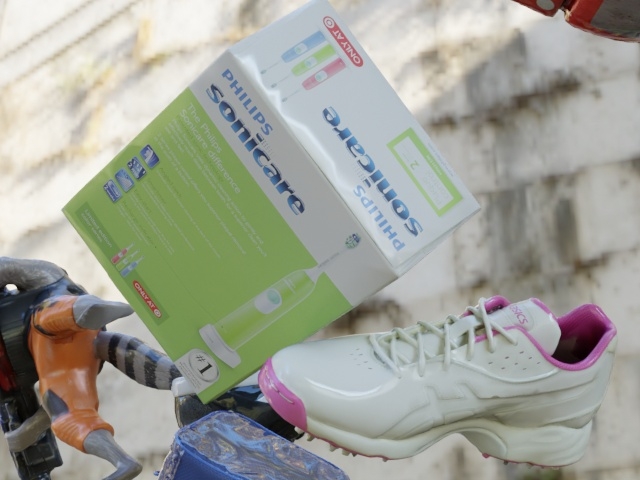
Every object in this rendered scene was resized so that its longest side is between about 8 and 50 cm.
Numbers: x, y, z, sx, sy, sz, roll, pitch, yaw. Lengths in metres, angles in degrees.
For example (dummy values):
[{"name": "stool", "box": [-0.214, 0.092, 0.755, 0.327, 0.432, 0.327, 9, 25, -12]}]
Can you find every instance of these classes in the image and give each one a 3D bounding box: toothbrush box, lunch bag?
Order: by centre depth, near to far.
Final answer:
[{"name": "lunch bag", "box": [-0.042, 0.135, 0.842, 0.098, 0.067, 0.065, 27, -70, 21]}, {"name": "toothbrush box", "box": [-0.047, -0.024, 1.316, 0.206, 0.122, 0.283, 53, -41, 0]}]

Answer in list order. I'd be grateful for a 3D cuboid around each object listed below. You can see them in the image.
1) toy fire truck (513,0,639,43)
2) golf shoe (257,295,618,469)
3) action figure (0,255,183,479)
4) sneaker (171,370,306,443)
[{"name": "toy fire truck", "box": [0.144, -0.127, 0.578, 0.135, 0.192, 0.047, 24, -42, -1]}, {"name": "golf shoe", "box": [0.097, 0.092, 1.276, 0.306, 0.115, 0.140, 6, -58, -33]}, {"name": "action figure", "box": [-0.253, 0.147, 1.725, 0.178, 0.330, 0.341, -22, -65, -19]}, {"name": "sneaker", "box": [-0.025, 0.173, 1.524, 0.217, 0.121, 0.079, -7, -4, 15]}]
